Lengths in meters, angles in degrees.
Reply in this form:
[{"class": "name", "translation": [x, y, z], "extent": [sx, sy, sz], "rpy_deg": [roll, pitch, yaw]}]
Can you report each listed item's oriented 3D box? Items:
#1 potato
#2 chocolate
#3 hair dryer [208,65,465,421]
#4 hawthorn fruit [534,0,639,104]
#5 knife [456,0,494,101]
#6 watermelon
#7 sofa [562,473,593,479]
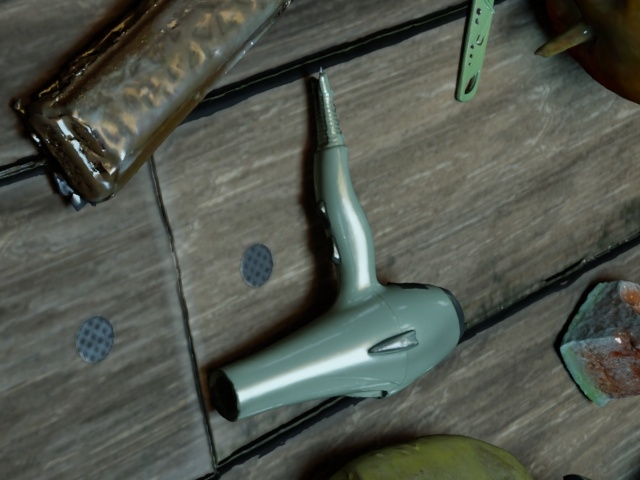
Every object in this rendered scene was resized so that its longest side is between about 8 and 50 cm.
[{"class": "potato", "translation": [0.076, 0.265, 1.419], "extent": [0.296, 0.141, 0.191], "rpy_deg": [-11, 85, -35]}, {"class": "chocolate", "translation": [-0.087, -0.158, 1.264], "extent": [0.329, 0.065, 0.102], "rpy_deg": [-49, 126, -27]}, {"class": "hair dryer", "translation": [-0.019, 0.030, 1.365], "extent": [0.229, 0.092, 0.267], "rpy_deg": [-38, 106, -28]}, {"class": "hawthorn fruit", "translation": [0.320, -0.236, 1.530], "extent": [0.298, 0.277, 0.277], "rpy_deg": [-26, 115, -12]}, {"class": "knife", "translation": [0.149, -0.224, 1.522], "extent": [0.030, 0.014, 0.207], "rpy_deg": [15, 85, -46]}, {"class": "watermelon", "translation": [0.302, 0.111, 1.639], "extent": [0.121, 0.158, 0.098], "rpy_deg": [-48, 131, 5]}, {"class": "sofa", "translation": [0.243, 0.358, 1.568], "extent": [0.200, 0.182, 0.258], "rpy_deg": [26, 77, -44]}]
